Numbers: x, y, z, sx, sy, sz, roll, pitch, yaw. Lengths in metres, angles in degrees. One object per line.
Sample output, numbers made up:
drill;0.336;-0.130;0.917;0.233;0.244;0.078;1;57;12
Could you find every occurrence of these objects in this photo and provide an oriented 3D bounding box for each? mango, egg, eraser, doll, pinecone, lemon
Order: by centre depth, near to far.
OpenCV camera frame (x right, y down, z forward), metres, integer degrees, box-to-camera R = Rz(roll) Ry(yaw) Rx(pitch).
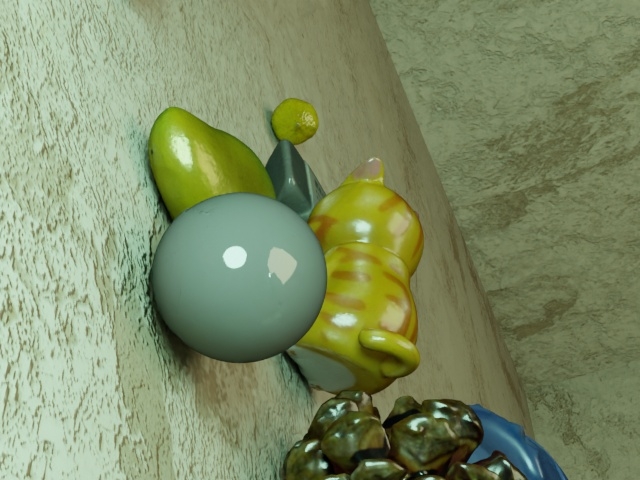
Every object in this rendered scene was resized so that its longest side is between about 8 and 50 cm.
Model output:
egg;-0.067;0.033;1.065;0.199;0.146;0.146;37;37;-78
mango;-0.104;-0.047;1.180;0.191;0.086;0.122;26;57;-61
pinecone;0.074;0.250;1.198;0.309;0.244;0.244;-120;-172;-72
doll;0.040;0.053;1.443;0.166;0.162;0.269;64;22;-52
eraser;0.000;0.000;1.617;0.352;0.061;0.089;57;21;-51
lemon;-0.035;-0.161;1.677;0.092;0.065;0.065;-98;168;-74

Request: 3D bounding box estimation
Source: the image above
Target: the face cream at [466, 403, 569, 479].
face cream;0.183;0.337;1.520;0.225;0.249;0.249;47;28;-62
